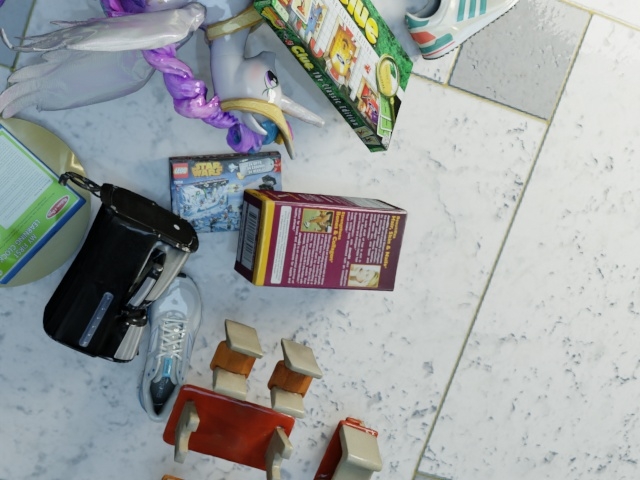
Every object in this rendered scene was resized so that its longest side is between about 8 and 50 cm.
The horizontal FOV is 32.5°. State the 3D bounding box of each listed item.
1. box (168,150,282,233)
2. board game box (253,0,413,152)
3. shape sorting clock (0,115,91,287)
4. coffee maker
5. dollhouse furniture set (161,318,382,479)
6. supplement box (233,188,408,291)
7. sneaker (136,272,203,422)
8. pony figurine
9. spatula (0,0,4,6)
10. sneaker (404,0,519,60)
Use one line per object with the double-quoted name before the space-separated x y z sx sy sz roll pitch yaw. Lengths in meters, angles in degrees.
"box" -0.115 -0.059 1.342 0.137 0.027 0.094 -3 106 -10
"board game box" 0.023 -0.228 1.233 0.260 0.030 0.136 46 50 -44
"shape sorting clock" -0.374 -0.044 1.289 0.206 0.040 0.206 -3 103 -11
"coffee maker" -0.255 0.032 1.290 0.171 0.120 0.178 33 105 4
"dollhouse furniture set" -0.063 0.250 1.367 0.259 0.135 0.262 20 104 -15
"supplement box" 0.000 0.000 1.331 0.188 0.081 0.104 3 102 -25
"sneaker" -0.183 0.135 1.348 0.071 0.083 0.191 7 101 -11
"pony figurine" -0.175 -0.260 1.182 0.350 0.303 0.364 -5 89 -18
"spatula" -0.344 -0.367 1.213 0.030 0.084 0.297 24 93 27
"sneaker" 0.174 -0.291 1.325 0.161 0.057 0.075 -37 113 2
